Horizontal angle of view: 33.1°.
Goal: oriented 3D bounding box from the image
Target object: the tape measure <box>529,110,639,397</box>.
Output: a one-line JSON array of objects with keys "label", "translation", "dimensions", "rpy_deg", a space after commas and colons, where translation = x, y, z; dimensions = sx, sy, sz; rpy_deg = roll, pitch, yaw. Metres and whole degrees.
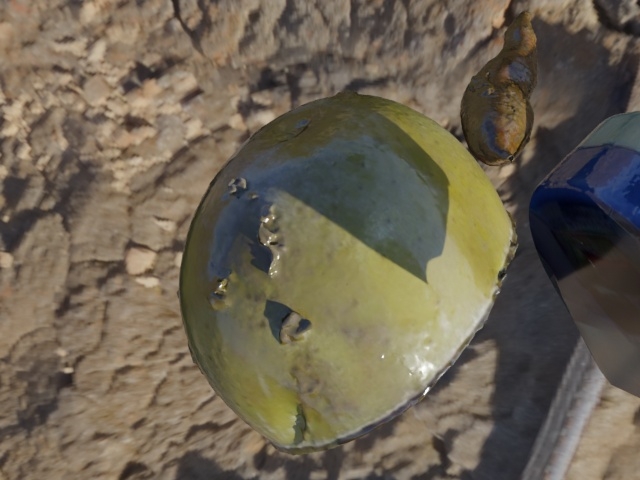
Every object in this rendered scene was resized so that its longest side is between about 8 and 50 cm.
[{"label": "tape measure", "translation": [0.309, 0.014, 0.932], "dimensions": [0.138, 0.259, 0.262], "rpy_deg": [-36, 100, -13]}]

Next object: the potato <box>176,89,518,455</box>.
[{"label": "potato", "translation": [0.000, 0.000, 1.337], "dimensions": [0.319, 0.385, 0.442], "rpy_deg": [52, 50, -18]}]

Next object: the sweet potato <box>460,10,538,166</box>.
[{"label": "sweet potato", "translation": [0.156, -0.128, 0.942], "dimensions": [0.068, 0.068, 0.226], "rpy_deg": [16, 45, 2]}]
